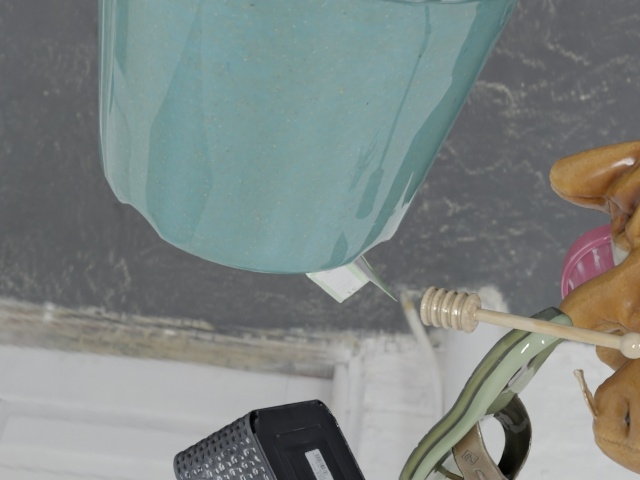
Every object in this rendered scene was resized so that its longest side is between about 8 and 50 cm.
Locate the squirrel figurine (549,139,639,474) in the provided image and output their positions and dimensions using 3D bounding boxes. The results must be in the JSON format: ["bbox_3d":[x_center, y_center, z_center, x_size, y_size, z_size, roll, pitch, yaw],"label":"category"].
[{"bbox_3d":[0.458,0.086,1.123,0.397,0.370,0.281,-13,133,33],"label":"squirrel figurine"}]

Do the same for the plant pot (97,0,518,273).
[{"bbox_3d":[-0.015,-0.178,0.703,0.341,0.341,0.334,13,132,-6],"label":"plant pot"}]

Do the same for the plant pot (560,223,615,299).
[{"bbox_3d":[0.501,0.095,1.673,0.201,0.180,0.201,4,114,9],"label":"plant pot"}]

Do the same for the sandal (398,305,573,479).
[{"bbox_3d":[0.160,0.188,0.964,0.086,0.120,0.303,42,133,19],"label":"sandal"}]

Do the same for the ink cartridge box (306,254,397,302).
[{"bbox_3d":[0.000,0.000,1.255,0.056,0.171,0.235,-37,154,3],"label":"ink cartridge box"}]

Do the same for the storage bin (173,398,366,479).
[{"bbox_3d":[-0.035,0.217,0.894,0.084,0.122,0.180,-32,164,17],"label":"storage bin"}]

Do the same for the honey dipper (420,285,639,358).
[{"bbox_3d":[0.148,0.060,0.712,0.160,0.030,0.030,11,139,30],"label":"honey dipper"}]
